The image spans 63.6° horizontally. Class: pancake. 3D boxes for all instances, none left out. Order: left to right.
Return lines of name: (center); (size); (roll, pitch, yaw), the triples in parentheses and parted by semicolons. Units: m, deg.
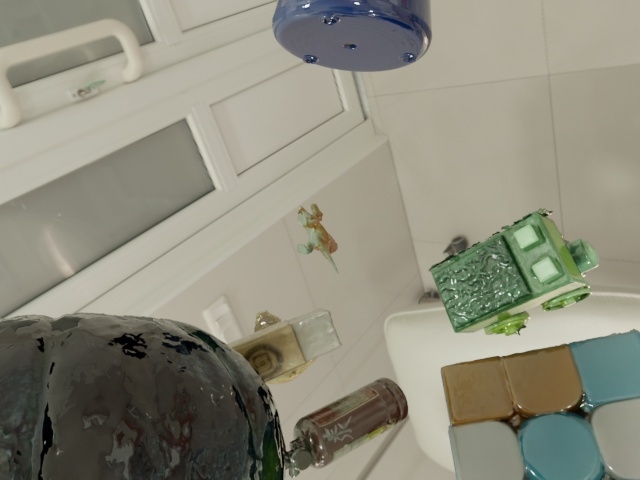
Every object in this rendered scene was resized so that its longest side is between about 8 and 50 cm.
pancake: (-0.111, 0.286, 1.477); (0.266, 0.057, 0.244); (-44, 50, 18)

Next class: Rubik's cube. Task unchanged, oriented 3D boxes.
Rubik's cube: (0.441, 0.402, 0.924); (0.346, 0.344, 0.347); (-16, 143, 21)

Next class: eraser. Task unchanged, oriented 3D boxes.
eraser: (-0.138, 0.209, 0.870); (0.144, 0.343, 0.078); (134, 114, -82)

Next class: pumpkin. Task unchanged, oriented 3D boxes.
pumpkin: (-0.204, 0.198, 0.392); (0.363, 0.363, 0.266); (-34, 55, 52)

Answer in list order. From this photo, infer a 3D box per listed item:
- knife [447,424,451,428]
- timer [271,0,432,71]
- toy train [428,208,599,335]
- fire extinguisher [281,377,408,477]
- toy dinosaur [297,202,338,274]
knife: (0.405, 0.506, 1.415); (0.162, 0.044, 0.023); (-47, 63, 52)
timer: (0.071, -0.512, 0.876); (0.270, 0.270, 0.383); (6, 89, 42)
toy train: (0.337, 0.069, 0.909); (0.271, 0.188, 0.159); (-33, 61, 33)
fire extinguisher: (0.006, 0.260, 0.741); (0.075, 0.252, 0.106); (-43, 66, 52)
toy dinosaur: (-0.001, -0.001, 1.133); (0.057, 0.142, 0.212); (-38, 69, 22)
